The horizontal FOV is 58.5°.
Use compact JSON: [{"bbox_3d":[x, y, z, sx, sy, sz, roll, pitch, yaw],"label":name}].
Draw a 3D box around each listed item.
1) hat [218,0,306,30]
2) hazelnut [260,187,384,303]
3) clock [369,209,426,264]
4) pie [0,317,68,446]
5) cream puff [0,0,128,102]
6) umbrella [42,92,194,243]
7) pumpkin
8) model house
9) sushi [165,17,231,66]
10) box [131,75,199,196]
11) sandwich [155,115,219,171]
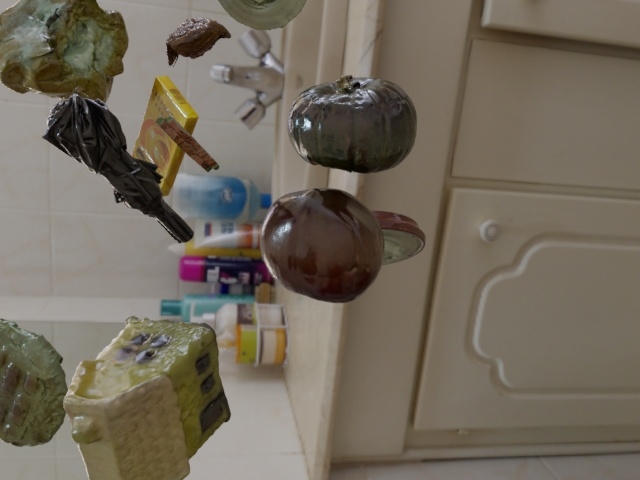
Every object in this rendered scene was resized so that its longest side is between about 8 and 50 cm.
[{"bbox_3d":[-0.155,-0.636,1.406,0.110,0.252,0.252,-157,70,-67],"label":"hat"},{"bbox_3d":[0.000,0.000,1.042,0.229,0.230,0.229,-177,90,-78],"label":"hazelnut"},{"bbox_3d":[0.090,0.018,1.353,0.318,0.319,0.080,121,149,-67],"label":"clock"},{"bbox_3d":[-0.633,0.292,1.158,0.071,0.306,0.306,-29,-51,-62],"label":"pie"},{"bbox_3d":[-0.662,-0.471,1.445,0.270,0.274,0.323,75,-147,-63],"label":"cream puff"},{"bbox_3d":[-0.351,-0.117,1.046,0.340,0.118,0.118,53,-168,-31],"label":"umbrella"},{"bbox_3d":[0.058,-0.213,1.017,0.238,0.238,0.159,-106,16,-59],"label":"pumpkin"},{"bbox_3d":[-0.266,0.246,0.829,0.234,0.175,0.193,-44,-44,-56],"label":"model house"},{"bbox_3d":[-0.176,-0.283,0.808,0.050,0.099,0.047,60,172,37],"label":"sushi"},{"bbox_3d":[-0.389,-0.250,1.411,0.152,0.043,0.269,53,134,20],"label":"box"},{"bbox_3d":[-0.235,-0.172,0.997,0.029,0.135,0.067,-45,38,-2],"label":"sandwich"}]
